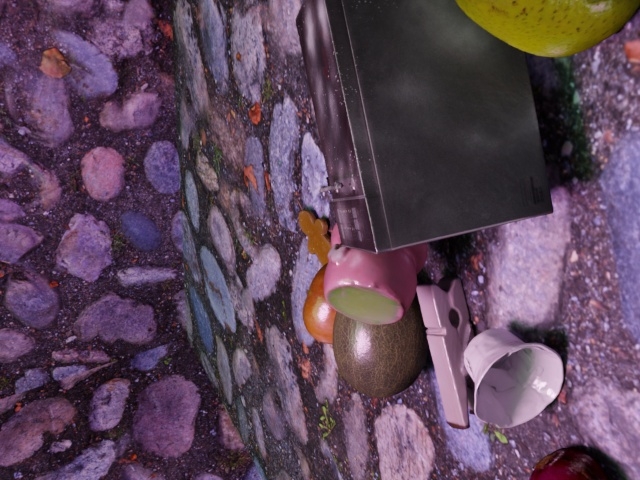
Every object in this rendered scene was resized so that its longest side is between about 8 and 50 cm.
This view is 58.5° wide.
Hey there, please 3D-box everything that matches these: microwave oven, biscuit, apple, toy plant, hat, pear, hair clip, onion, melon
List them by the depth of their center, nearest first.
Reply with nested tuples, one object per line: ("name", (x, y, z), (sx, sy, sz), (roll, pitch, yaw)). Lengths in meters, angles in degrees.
("pear", (0.301, -0.402, 0.783), (0.159, 0.293, 0.292), (162, 92, -72))
("microwave oven", (0.171, -0.225, 0.975), (0.236, 0.375, 0.431), (-163, 62, -80))
("onion", (0.471, 0.493, 1.050), (0.198, 0.136, 0.173), (53, 149, 31))
("hat", (0.360, 0.250, 1.120), (0.126, 0.203, 0.203), (-115, 22, -59))
("toy plant", (0.147, -0.012, 1.213), (0.211, 0.356, 0.317), (37, 144, -15))
("hair clip", (0.298, 0.249, 1.285), (0.085, 0.101, 0.330), (-17, 88, 67))
("melon", (0.149, 0.229, 1.394), (0.237, 0.238, 0.301), (27, 121, 55))
("apple", (0.057, 0.173, 1.577), (0.173, 0.210, 0.234), (21, 116, 26))
("biscuit", (0.001, 0.000, 1.765), (0.240, 0.035, 0.158), (59, 147, 26))

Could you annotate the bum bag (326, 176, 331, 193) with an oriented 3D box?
("bum bag", (0.051, -0.168, 1.585), (0.124, 0.034, 0.057), (-21, 76, 62))
